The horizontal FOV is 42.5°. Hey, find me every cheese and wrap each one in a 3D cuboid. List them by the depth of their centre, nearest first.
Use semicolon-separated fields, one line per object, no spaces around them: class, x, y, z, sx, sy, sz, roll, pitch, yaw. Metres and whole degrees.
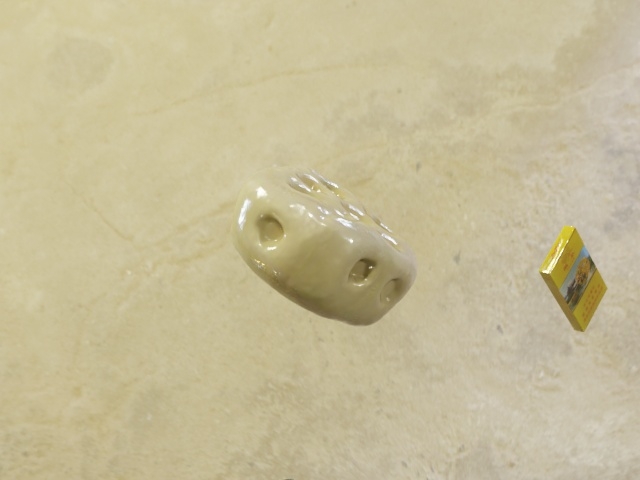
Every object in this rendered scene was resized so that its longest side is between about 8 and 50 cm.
cheese;0.000;0.000;0.963;0.117;0.235;0.218;-53;22;13

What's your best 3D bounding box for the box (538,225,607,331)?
box;0.374;0.058;1.213;0.023;0.155;0.087;18;66;48

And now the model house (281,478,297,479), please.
model house;-0.044;0.461;0.819;0.294;0.329;0.251;-30;27;-17
